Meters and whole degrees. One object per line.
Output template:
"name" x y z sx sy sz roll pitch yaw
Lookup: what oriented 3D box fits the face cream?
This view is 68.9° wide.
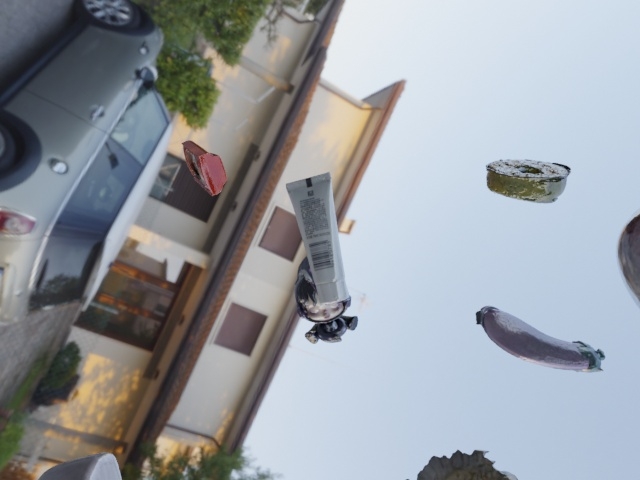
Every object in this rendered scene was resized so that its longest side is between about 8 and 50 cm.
"face cream" 0.000 0.000 0.878 0.058 0.092 0.244 -3 80 -74

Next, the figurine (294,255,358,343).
"figurine" 0.009 0.138 1.176 0.145 0.145 0.223 -119 -166 -65

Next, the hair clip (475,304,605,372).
"hair clip" 0.575 0.276 1.232 0.095 0.358 0.110 149 -36 -80

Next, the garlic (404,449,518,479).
"garlic" 0.163 0.297 0.489 0.207 0.207 0.257 -62 -169 7

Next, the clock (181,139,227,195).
"clock" -0.308 -0.198 1.232 0.061 0.113 0.155 -28 -144 -22

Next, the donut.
"donut" 0.654 -0.186 1.485 0.272 0.271 0.107 -124 -148 -67

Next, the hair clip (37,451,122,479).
"hair clip" -0.121 0.298 0.253 0.085 0.101 0.331 -21 -101 23

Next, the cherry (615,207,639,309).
"cherry" 0.869 0.062 1.092 0.335 0.291 0.327 -153 -123 -64
